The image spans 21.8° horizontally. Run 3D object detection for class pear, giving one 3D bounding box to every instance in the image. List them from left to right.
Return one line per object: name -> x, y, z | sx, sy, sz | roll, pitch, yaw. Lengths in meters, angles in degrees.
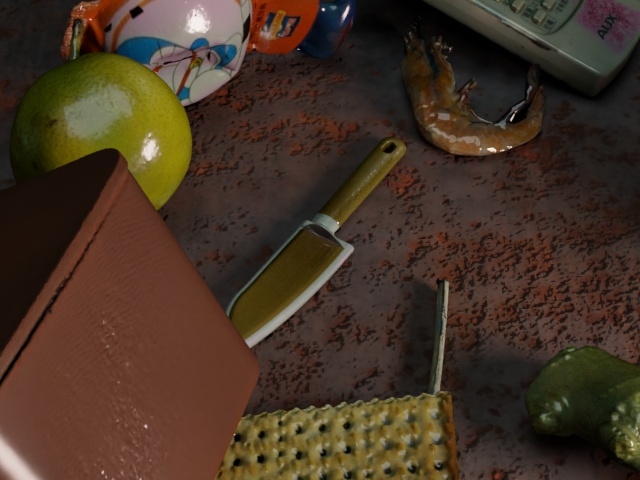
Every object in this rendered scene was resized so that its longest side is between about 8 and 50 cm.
pear -> -0.225, -0.116, 1.632 | 0.180, 0.166, 0.216 | -22, 84, 5

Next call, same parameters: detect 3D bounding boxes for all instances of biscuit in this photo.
biscuit -> 0.001, 0.193, 1.407 | 0.231, 0.016, 0.139 | -7, 43, 6

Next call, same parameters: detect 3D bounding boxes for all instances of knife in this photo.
knife -> 0.001, 0.000, 1.626 | 0.061, 0.027, 0.343 | 26, 50, 21

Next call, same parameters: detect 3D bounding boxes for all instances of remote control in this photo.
remote control -> 0.194, -0.290, 1.843 | 0.344, 0.050, 0.145 | 30, 53, 7

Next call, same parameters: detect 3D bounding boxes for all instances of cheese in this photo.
cheese -> -0.116, -0.231, 1.760 | 0.329, 0.217, 0.129 | -6, 58, -29

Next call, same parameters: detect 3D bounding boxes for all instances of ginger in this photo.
ginger -> 0.307, 0.155, 1.383 | 0.290, 0.089, 0.137 | 11, 8, 27

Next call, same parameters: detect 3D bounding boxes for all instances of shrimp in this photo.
shrimp -> 0.163, -0.174, 1.792 | 0.152, 0.046, 0.219 | -11, 48, -9

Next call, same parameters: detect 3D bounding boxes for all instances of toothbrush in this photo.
toothbrush -> 0.102, 0.138, 1.478 | 0.028, 0.026, 0.294 | 14, 43, -10

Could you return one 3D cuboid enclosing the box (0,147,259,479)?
box -> -0.227, 0.137, 1.282 | 0.239, 0.229, 0.339 | -18, 30, 32
